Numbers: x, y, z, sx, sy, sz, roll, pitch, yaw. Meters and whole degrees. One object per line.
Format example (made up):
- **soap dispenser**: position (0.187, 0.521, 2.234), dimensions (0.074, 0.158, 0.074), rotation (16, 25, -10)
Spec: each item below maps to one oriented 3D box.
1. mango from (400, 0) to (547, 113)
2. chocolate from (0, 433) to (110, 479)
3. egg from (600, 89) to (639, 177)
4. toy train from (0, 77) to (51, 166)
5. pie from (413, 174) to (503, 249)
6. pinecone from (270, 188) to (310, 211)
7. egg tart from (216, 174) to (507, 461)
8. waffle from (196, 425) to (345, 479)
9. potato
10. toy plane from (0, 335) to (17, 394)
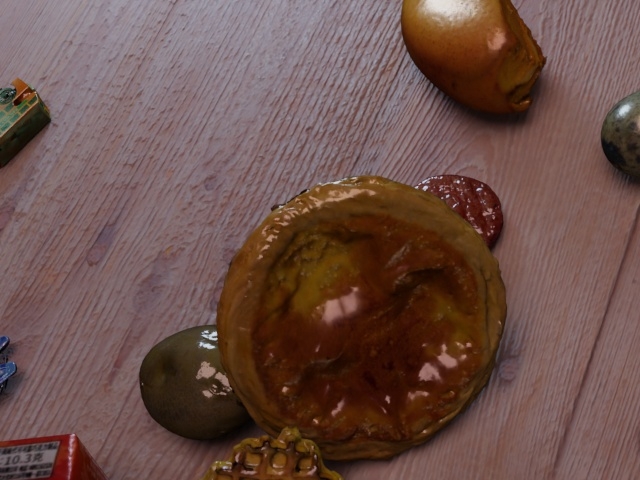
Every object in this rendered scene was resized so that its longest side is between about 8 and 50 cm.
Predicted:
- **mango**: position (0.250, -0.365, 1.966), dimensions (0.199, 0.201, 0.350), rotation (-14, 45, -26)
- **chocolate**: position (-0.433, 0.392, 1.714), dimensions (0.238, 0.234, 0.108), rotation (-7, 50, 12)
- **egg**: position (0.534, -0.175, 1.806), dimensions (0.182, 0.141, 0.141), rotation (-20, 58, -5)
- **toy train**: position (-0.607, -0.221, 2.189), dimensions (0.099, 0.072, 0.188), rotation (36, 76, 23)
- **pie**: position (0.210, -0.031, 1.870), dimensions (0.183, 0.049, 0.182), rotation (-6, 61, 10)
- **pinecone**: position (-0.002, -0.003, 1.848), dimensions (0.195, 0.149, 0.179), rotation (-1, 22, 6)
- **egg tart**: position (0.058, 0.114, 1.689), dimensions (0.443, 0.443, 0.178), rotation (-30, 19, -2)
- **waffle**: position (-0.068, 0.399, 1.626), dimensions (0.243, 0.059, 0.238), rotation (-42, 95, 11)
- **potato**: position (-0.183, 0.220, 1.785), dimensions (0.235, 0.160, 0.178), rotation (10, 40, 35)
- **toy plane**: position (-0.593, 0.276, 1.910), dimensions (0.169, 0.078, 0.246), rotation (-5, 67, 13)
